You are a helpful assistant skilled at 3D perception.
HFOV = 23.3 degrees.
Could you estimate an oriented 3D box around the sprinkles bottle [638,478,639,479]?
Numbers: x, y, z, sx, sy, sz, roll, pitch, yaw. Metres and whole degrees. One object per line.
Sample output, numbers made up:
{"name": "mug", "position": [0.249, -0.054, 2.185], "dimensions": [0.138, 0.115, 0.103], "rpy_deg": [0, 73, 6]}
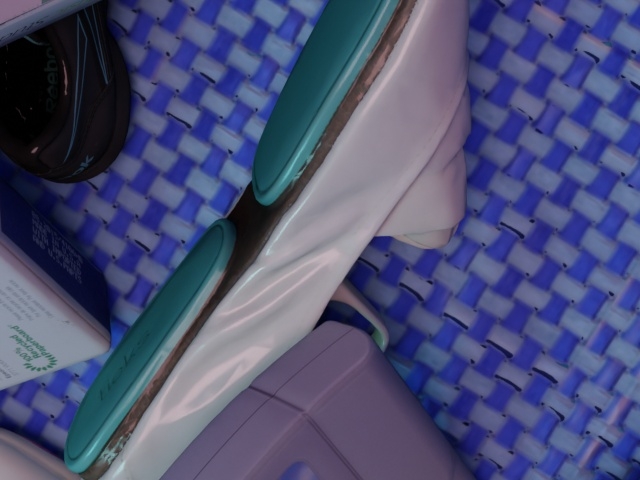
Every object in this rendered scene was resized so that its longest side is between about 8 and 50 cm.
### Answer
{"name": "sprinkles bottle", "position": [0.150, 0.229, 0.875], "dimensions": [0.355, 0.121, 0.121], "rpy_deg": [-39, 91, 12]}

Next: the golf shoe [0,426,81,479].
{"name": "golf shoe", "position": [-0.153, 0.241, 0.919], "dimensions": [0.115, 0.140, 0.306], "rpy_deg": [-38, 90, 14]}

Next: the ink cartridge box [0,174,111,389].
{"name": "ink cartridge box", "position": [-0.331, 0.022, 0.839], "dimensions": [0.330, 0.324, 0.071], "rpy_deg": [-19, 57, 11]}

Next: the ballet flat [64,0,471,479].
{"name": "ballet flat", "position": [0.000, 0.000, 0.874], "dimensions": [0.139, 0.139, 0.400], "rpy_deg": [34, 107, 3]}

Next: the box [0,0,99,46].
{"name": "box", "position": [-0.192, -0.269, 0.813], "dimensions": [0.058, 0.232, 0.322], "rpy_deg": [-25, 97, 55]}

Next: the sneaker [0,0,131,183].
{"name": "sneaker", "position": [-0.166, -0.163, 0.876], "dimensions": [0.101, 0.106, 0.267], "rpy_deg": [-11, 95, 12]}

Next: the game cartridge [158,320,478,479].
{"name": "game cartridge", "position": [-0.035, 0.199, 0.819], "dimensions": [0.062, 0.198, 0.297], "rpy_deg": [22, 67, 39]}
